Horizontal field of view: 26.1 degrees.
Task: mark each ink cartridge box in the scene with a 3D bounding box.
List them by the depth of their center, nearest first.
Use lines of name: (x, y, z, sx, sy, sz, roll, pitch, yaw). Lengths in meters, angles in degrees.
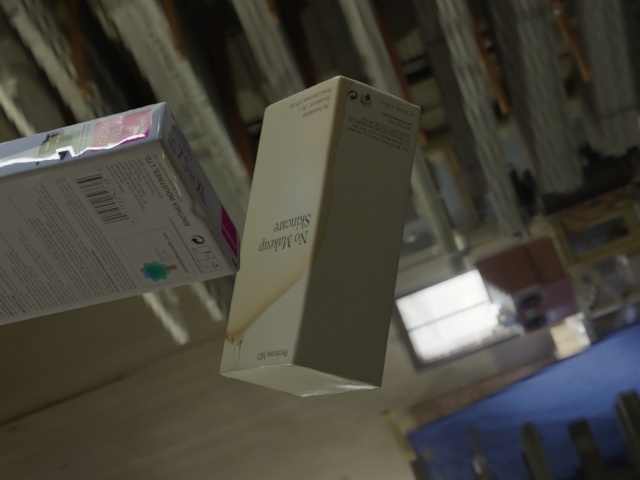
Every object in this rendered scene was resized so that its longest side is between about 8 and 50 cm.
ink cartridge box: (-0.251, -0.013, 1.278, 0.185, 0.311, 0.065, 64, -164, -45)

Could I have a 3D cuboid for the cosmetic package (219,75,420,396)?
cosmetic package: (0.000, 0.000, 1.458, 0.160, 0.113, 0.309, -17, 59, 55)
